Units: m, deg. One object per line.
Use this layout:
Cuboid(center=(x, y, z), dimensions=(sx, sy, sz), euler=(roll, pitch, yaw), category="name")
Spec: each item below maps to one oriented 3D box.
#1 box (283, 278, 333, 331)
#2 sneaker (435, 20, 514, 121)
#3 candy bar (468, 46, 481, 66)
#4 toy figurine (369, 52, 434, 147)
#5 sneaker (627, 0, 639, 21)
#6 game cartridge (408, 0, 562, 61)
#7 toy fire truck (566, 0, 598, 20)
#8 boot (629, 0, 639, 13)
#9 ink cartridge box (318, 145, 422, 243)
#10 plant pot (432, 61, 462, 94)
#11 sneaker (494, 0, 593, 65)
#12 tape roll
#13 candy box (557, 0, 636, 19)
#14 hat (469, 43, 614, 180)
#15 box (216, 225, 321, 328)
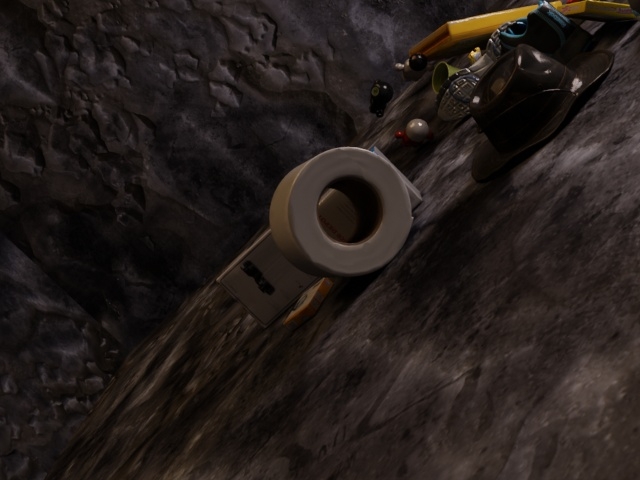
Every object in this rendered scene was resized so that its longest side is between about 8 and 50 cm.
Cuboid(center=(-0.022, 0.129, 1.924), dimensions=(0.081, 0.028, 0.136), euler=(-39, 8, 35), category="box")
Cuboid(center=(0.407, -0.400, 2.238), dimensions=(0.297, 0.111, 0.129), euler=(-43, -13, 15), category="sneaker")
Cuboid(center=(0.400, -0.428, 2.311), dimensions=(0.040, 0.018, 0.161), euler=(-44, -32, -8), category="candy bar")
Cuboid(center=(0.247, -0.369, 2.387), dimensions=(0.209, 0.213, 0.148), euler=(-41, -4, -7), category="toy figurine")
Cuboid(center=(0.605, -0.464, 1.605), dimensions=(0.162, 0.073, 0.063), euler=(-46, 8, -4), category="sneaker")
Cuboid(center=(0.428, -0.540, 2.391), dimensions=(0.324, 0.052, 0.285), euler=(-13, 1, -15), category="game cartridge")
Cuboid(center=(0.594, -0.535, 2.081), dimensions=(0.192, 0.047, 0.135), euler=(-33, 15, 50), category="toy fire truck")
Cuboid(center=(0.559, -0.394, 1.389), dimensions=(0.222, 0.118, 0.338), euler=(-55, 8, -24), category="boot")
Cuboid(center=(0.092, -0.076, 1.940), dimensions=(0.203, 0.148, 0.086), euler=(-43, 10, 13), category="ink cartridge box")
Cuboid(center=(0.337, -0.407, 2.306), dimensions=(0.083, 0.079, 0.083), euler=(-179, 90, -67), category="plant pot")
Cuboid(center=(0.430, -0.403, 1.921), dimensions=(0.125, 0.140, 0.341), euler=(-50, 9, -19), category="sneaker")
Cuboid(center=(0.035, -0.049, 1.770), dimensions=(0.246, 0.246, 0.169), euler=(-47, 9, -13), category="tape roll")
Cuboid(center=(0.535, -0.444, 1.772), dimensions=(0.206, 0.105, 0.027), euler=(-93, 7, -78), category="candy box")
Cuboid(center=(0.358, -0.266, 1.647), dimensions=(0.331, 0.134, 0.331), euler=(-45, 8, 8), category="hat")
Cuboid(center=(-0.082, 0.046, 2.125), dimensions=(0.290, 0.169, 0.087), euler=(-44, 9, 14), category="box")
